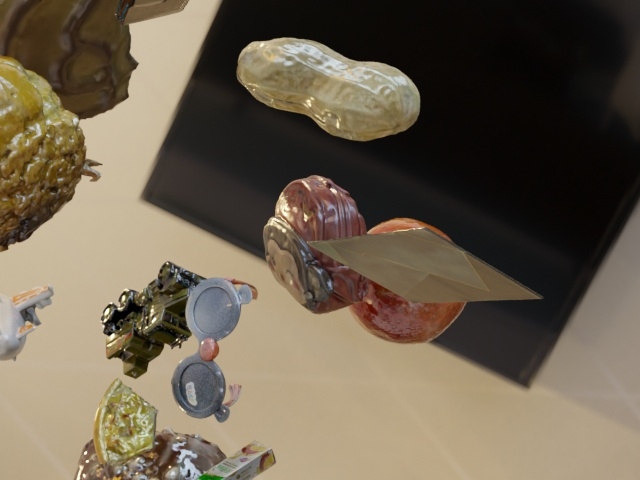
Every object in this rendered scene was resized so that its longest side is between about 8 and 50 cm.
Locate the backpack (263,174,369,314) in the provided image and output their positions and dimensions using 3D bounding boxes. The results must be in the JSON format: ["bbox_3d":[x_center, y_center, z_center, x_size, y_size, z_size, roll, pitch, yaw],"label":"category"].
[{"bbox_3d":[-0.002,0.000,1.954,0.139,0.229,0.229,-10,-35,-28],"label":"backpack"}]

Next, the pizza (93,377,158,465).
[{"bbox_3d":[-0.310,0.288,1.909,0.035,0.099,0.160,92,-179,-52],"label":"pizza"}]

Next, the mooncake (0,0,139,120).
[{"bbox_3d":[-0.461,-0.409,2.152,0.393,0.246,0.394,-45,-27,1],"label":"mooncake"}]

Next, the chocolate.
[{"bbox_3d":[-0.319,0.460,2.274,0.225,0.340,0.210,81,-169,-55],"label":"chocolate"}]

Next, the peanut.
[{"bbox_3d":[0.010,-0.232,1.837,0.130,0.290,0.130,21,-90,-82],"label":"peanut"}]

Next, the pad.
[{"bbox_3d":[0.105,0.031,1.277,0.243,0.164,0.004,-7,57,61],"label":"pad"}]

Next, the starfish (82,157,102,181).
[{"bbox_3d":[-0.504,-0.152,2.236,0.043,0.240,0.227,-68,-13,6],"label":"starfish"}]

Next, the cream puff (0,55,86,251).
[{"bbox_3d":[-0.481,-0.111,1.765,0.327,0.231,0.343,-43,5,-36],"label":"cream puff"}]

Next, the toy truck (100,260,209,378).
[{"bbox_3d":[-0.290,0.143,2.174,0.257,0.127,0.127,-37,38,35],"label":"toy truck"}]

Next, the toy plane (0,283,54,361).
[{"bbox_3d":[-0.595,0.150,2.189,0.117,0.245,0.244,65,-149,-24],"label":"toy plane"}]

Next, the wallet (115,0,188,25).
[{"bbox_3d":[-0.246,-0.399,1.885,0.124,0.042,0.230,-21,-1,-21],"label":"wallet"}]

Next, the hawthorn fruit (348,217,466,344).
[{"bbox_3d":[0.155,0.082,2.172,0.263,0.235,0.231,-80,8,-72],"label":"hawthorn fruit"}]

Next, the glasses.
[{"bbox_3d":[-0.140,0.179,2.032,0.268,0.118,0.234,6,-87,-70],"label":"glasses"}]

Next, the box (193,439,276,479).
[{"bbox_3d":[-0.165,0.395,1.959,0.207,0.050,0.041,-28,-61,-37],"label":"box"}]
